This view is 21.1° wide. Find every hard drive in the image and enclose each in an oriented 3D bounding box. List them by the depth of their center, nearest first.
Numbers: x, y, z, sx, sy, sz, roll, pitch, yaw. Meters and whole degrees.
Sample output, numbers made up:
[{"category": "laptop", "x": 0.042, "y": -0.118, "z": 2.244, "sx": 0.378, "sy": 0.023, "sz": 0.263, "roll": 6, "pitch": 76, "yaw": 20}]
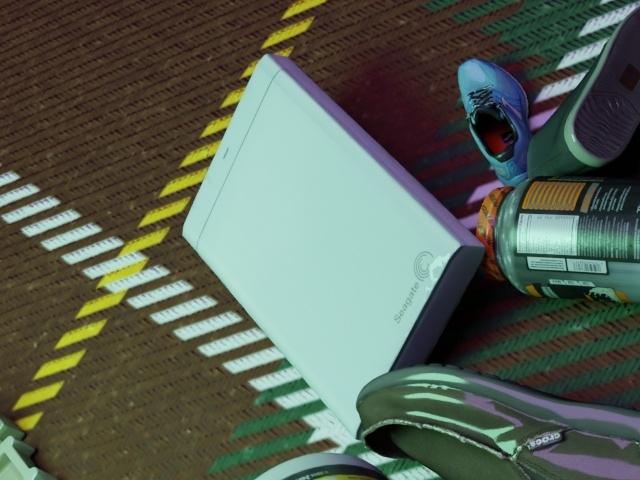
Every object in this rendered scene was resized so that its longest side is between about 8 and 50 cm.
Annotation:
[{"category": "hard drive", "x": 0.000, "y": 0.000, "z": 1.734, "sx": 0.353, "sy": 0.047, "sz": 0.233, "roll": 47, "pitch": 120, "yaw": 39}]

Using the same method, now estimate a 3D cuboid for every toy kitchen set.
[{"category": "toy kitchen set", "x": -0.371, "y": 0.262, "z": 1.803, "sx": 0.122, "sy": 0.166, "sz": 0.207, "roll": -49, "pitch": 50, "yaw": 2}]

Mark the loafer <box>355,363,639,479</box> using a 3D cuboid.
[{"category": "loafer", "x": 0.180, "y": 0.200, "z": 1.514, "sx": 0.366, "sy": 0.134, "sz": 0.130, "roll": 7, "pitch": 69, "yaw": 34}]

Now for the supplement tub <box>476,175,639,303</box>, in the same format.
[{"category": "supplement tub", "x": 0.248, "y": -0.002, "z": 1.592, "sx": 0.190, "sy": 0.117, "sz": 0.117, "roll": 3, "pitch": 67, "yaw": 34}]

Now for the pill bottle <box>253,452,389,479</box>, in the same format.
[{"category": "pill bottle", "x": 0.044, "y": 0.346, "z": 1.449, "sx": 0.188, "sy": 0.188, "sz": 0.334, "roll": -43, "pitch": 38, "yaw": 5}]

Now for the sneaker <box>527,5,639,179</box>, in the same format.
[{"category": "sneaker", "x": 0.278, "y": -0.145, "z": 1.676, "sx": 0.222, "sy": 0.083, "sz": 0.118, "roll": -49, "pitch": 6, "yaw": -27}]

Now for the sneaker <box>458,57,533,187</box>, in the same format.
[{"category": "sneaker", "x": 0.177, "y": -0.128, "z": 1.732, "sx": 0.063, "sy": 0.073, "sz": 0.162, "roll": -32, "pitch": 53, "yaw": 14}]
